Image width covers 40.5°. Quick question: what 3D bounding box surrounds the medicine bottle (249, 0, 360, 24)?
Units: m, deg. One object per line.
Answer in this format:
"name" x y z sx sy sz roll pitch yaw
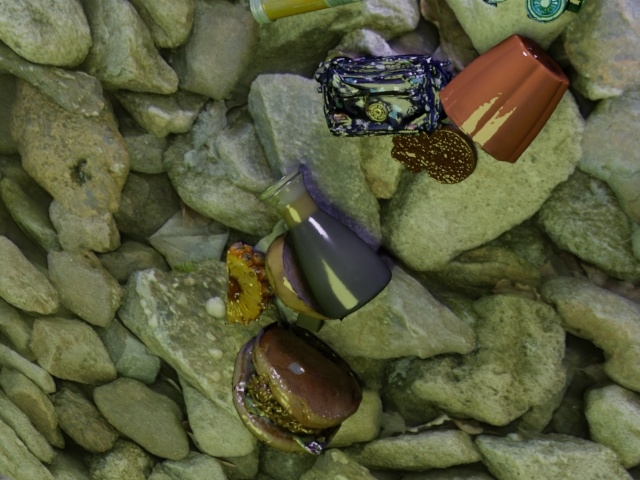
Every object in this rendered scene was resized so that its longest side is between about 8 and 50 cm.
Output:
"medicine bottle" -0.024 -0.463 1.643 0.218 0.074 0.074 -4 119 27

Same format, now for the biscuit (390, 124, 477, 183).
"biscuit" 0.227 -0.177 1.729 0.175 0.026 0.124 16 126 17

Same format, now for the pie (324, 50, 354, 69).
"pie" 0.043 -0.338 1.724 0.085 0.017 0.085 13 125 19

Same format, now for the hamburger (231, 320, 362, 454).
"hamburger" -0.070 0.361 2.094 0.318 0.277 0.195 44 122 1

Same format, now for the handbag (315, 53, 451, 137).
"handbag" 0.118 -0.279 1.661 0.260 0.113 0.162 3 118 19

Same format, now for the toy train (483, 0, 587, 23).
"toy train" 0.354 -0.458 1.422 0.203 0.112 0.163 24 123 9

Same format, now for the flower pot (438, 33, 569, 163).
"flower pot" 0.335 -0.258 1.532 0.190 0.191 0.173 42 118 -4

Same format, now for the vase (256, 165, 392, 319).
"vase" 0.000 0.000 1.884 0.173 0.173 0.321 -30 99 38

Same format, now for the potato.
"potato" -0.055 0.103 1.964 0.098 0.138 0.243 -26 93 36

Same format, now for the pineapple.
"pineapple" -0.161 0.121 2.098 0.135 0.079 0.233 15 127 15

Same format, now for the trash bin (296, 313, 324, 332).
"trash bin" -0.018 0.167 2.079 0.060 0.043 0.092 22 125 14
